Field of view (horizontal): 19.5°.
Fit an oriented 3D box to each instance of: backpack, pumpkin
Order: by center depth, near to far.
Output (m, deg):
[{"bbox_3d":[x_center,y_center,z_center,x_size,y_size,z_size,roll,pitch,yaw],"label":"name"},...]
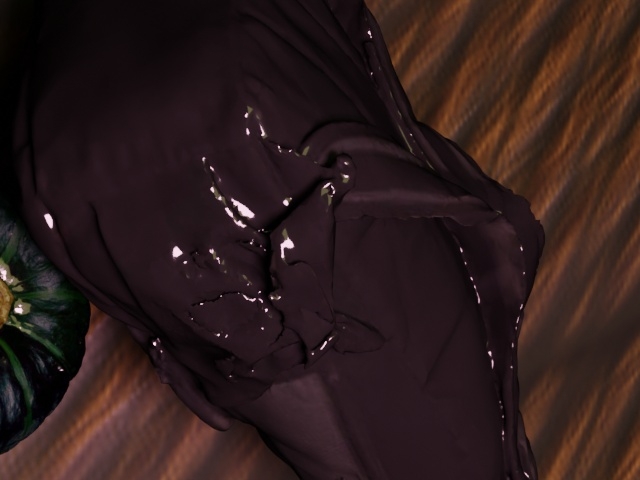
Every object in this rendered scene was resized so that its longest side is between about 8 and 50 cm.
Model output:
[{"bbox_3d":[-0.236,0.044,1.146,0.202,0.140,0.202,9,74,-33],"label":"pumpkin"},{"bbox_3d":[0.000,0.000,1.230,0.446,0.255,0.363,55,17,-33],"label":"backpack"}]
